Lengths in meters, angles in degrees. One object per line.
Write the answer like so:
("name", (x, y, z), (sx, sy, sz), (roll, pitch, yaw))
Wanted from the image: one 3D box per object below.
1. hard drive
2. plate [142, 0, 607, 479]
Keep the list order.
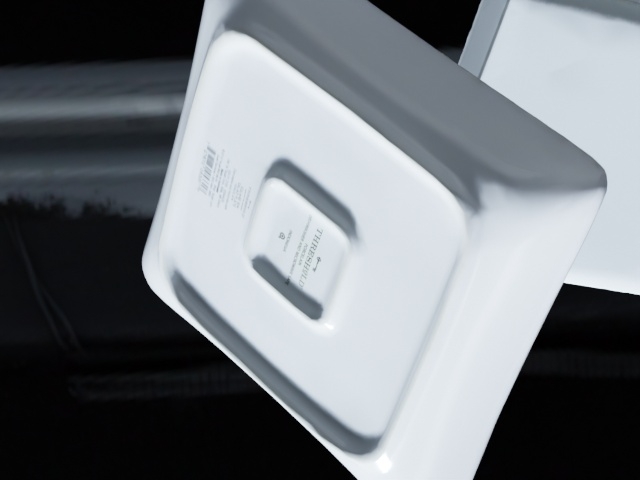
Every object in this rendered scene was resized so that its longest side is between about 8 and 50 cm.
("hard drive", (0.226, -0.058, 0.995), (0.307, 0.203, 0.040), (9, -152, -21))
("plate", (0.000, 0.000, 0.842), (0.278, 0.277, 0.045), (40, -138, 26))
